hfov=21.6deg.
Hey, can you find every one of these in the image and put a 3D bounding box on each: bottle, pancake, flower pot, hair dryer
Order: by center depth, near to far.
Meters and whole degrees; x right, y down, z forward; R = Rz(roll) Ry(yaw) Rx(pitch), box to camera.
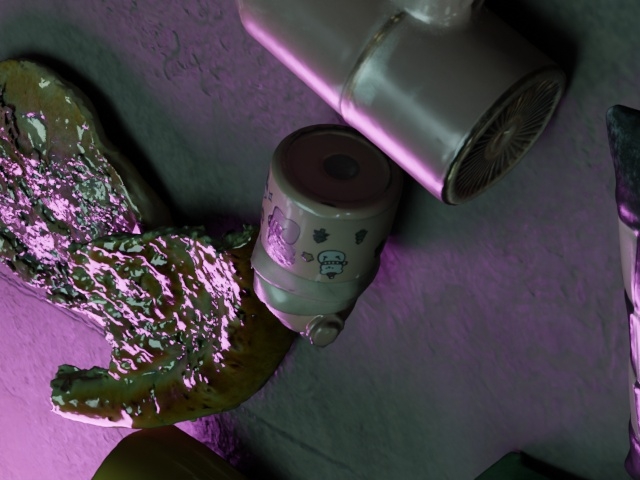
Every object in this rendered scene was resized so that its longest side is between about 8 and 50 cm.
[{"bbox_3d":[0.078,-0.198,0.908,0.189,0.106,0.344,43,136,20],"label":"hair dryer"},{"bbox_3d":[-0.001,0.000,1.155,0.099,0.099,0.152,39,142,23],"label":"bottle"},{"bbox_3d":[-0.130,0.069,1.359,0.197,0.054,0.376,36,139,-4],"label":"pancake"},{"bbox_3d":[-0.223,-0.031,1.444,0.282,0.049,0.282,31,141,29],"label":"pancake"},{"bbox_3d":[-0.111,0.279,1.470,0.179,0.195,0.195,25,138,18],"label":"flower pot"}]

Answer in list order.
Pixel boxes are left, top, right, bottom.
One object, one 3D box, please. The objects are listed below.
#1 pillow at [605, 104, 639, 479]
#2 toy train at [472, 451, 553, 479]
[{"bbox_3d":[0.236,0.051,0.893,0.186,0.106,0.250,19,128,41],"label":"pillow"},{"bbox_3d":[0.171,0.293,1.152,0.202,0.145,0.266,20,133,45],"label":"toy train"}]
